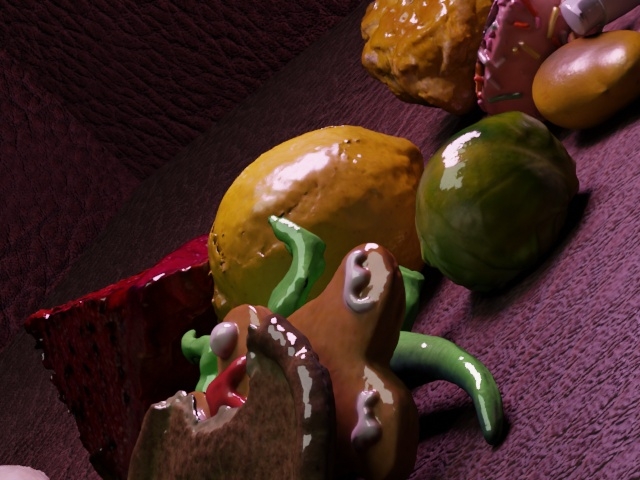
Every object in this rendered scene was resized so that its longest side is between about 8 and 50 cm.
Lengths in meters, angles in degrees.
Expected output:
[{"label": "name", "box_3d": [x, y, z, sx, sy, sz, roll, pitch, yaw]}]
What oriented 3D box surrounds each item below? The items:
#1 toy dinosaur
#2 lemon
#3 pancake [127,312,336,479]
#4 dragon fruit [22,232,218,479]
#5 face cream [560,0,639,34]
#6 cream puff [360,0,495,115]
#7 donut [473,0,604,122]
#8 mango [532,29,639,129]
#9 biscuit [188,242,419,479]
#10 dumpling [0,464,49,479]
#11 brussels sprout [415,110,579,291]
[{"label": "toy dinosaur", "box_3d": [-0.035, 0.181, 1.627, 0.374, 0.144, 0.500, -59, 21, 10]}, {"label": "lemon", "box_3d": [0.000, 0.000, 1.881, 0.260, 0.204, 0.204, -43, 10, -4]}, {"label": "pancake", "box_3d": [-0.078, 0.192, 1.520, 0.288, 0.033, 0.286, 24, 100, 57]}, {"label": "dragon fruit", "box_3d": [-0.190, 0.106, 2.002, 0.330, 0.240, 0.302, 119, 155, -72]}, {"label": "face cream", "box_3d": [0.324, -0.276, 1.852, 0.251, 0.101, 0.101, -38, 8, -19]}, {"label": "cream puff", "box_3d": [0.159, -0.264, 2.288, 0.244, 0.196, 0.244, -45, 10, 11]}, {"label": "donut", "box_3d": [0.226, -0.209, 1.954, 0.199, 0.085, 0.233, -68, -15, 4]}, {"label": "mango", "box_3d": [0.261, -0.152, 1.805, 0.103, 0.076, 0.161, -43, 12, -21]}, {"label": "biscuit", "box_3d": [-0.044, 0.147, 1.559, 0.339, 0.047, 0.216, -28, 60, 47]}, {"label": "dumpling", "box_3d": [-0.380, 0.348, 2.286, 0.216, 0.126, 0.166, -126, 54, -71]}, {"label": "brussels sprout", "box_3d": [0.143, -0.039, 1.689, 0.149, 0.122, 0.151, -36, 15, 30]}]
